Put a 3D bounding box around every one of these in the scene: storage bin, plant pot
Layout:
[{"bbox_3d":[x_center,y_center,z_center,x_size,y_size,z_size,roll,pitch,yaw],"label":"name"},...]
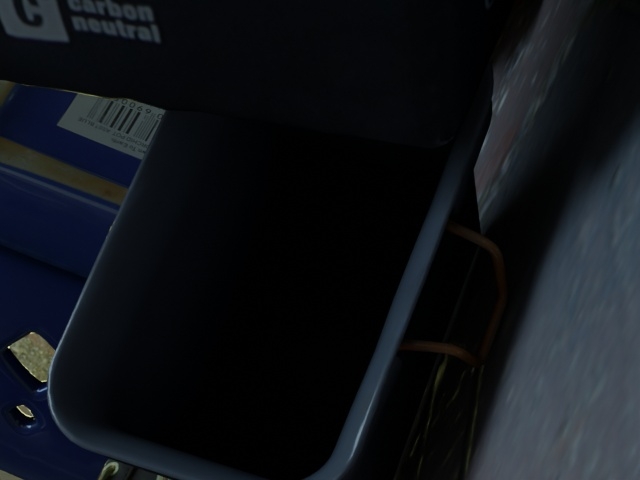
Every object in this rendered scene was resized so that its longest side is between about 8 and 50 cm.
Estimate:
[{"bbox_3d":[0.004,0.017,0.427,0.091,0.098,0.135,61,-133,-61],"label":"storage bin"},{"bbox_3d":[-0.134,-0.003,0.951,0.236,0.236,0.212,-68,0,-48],"label":"plant pot"}]

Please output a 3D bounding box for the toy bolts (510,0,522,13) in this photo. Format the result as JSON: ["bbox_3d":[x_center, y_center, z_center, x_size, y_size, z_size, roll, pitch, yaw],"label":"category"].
[{"bbox_3d":[0.018,-0.182,0.639,0.228,0.218,0.158,-51,-27,-32],"label":"toy bolts"}]

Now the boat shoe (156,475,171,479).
[{"bbox_3d":[-0.026,0.088,0.551,0.072,0.068,0.190,-139,63,-72],"label":"boat shoe"}]

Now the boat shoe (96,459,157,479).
[{"bbox_3d":[-0.065,0.095,0.738,0.228,0.068,0.081,-73,-12,-58],"label":"boat shoe"}]

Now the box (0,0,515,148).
[{"bbox_3d":[-0.042,-0.367,0.379,0.472,0.297,0.480,80,-152,-48],"label":"box"}]
